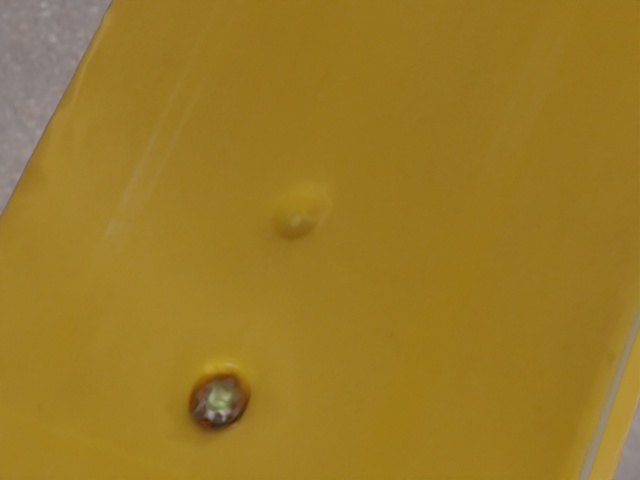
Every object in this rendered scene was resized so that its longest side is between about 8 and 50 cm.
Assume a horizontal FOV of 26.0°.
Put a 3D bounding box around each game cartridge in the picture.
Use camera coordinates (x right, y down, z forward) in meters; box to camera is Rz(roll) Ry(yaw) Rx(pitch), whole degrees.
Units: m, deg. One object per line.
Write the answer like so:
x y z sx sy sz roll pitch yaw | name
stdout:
0.000 0.000 0.552 0.285 0.323 0.052 14 160 30 | game cartridge
